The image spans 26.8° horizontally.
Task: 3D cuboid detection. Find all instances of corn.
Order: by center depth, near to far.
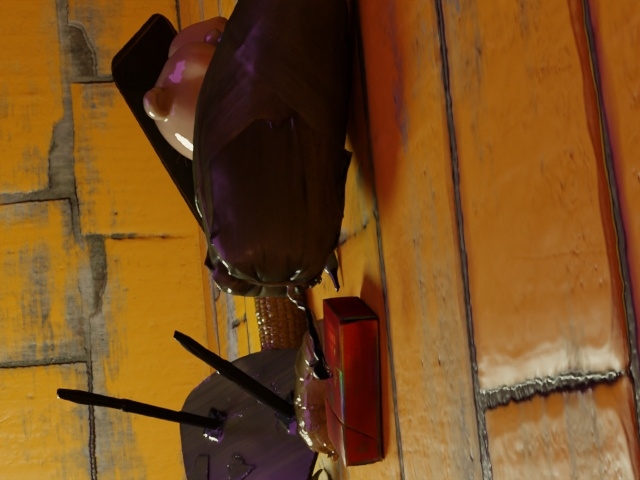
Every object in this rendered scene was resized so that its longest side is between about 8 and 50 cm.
[{"bbox_3d":[-0.054,0.133,1.982,0.080,0.080,0.238,110,152,-67],"label":"corn"}]

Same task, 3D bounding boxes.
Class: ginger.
[{"bbox_3d":[0.003,0.183,1.703,0.095,0.069,0.190,14,108,57],"label":"ginger"}]

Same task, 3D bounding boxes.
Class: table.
[{"bbox_3d":[-0.180,0.275,1.819,0.317,0.249,0.317,-21,60,41],"label":"table"}]

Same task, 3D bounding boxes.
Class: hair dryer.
[{"bbox_3d":[0.000,0.000,1.730,0.071,0.047,0.150,106,151,-61],"label":"hair dryer"}]

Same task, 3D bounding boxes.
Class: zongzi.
[{"bbox_3d":[-0.037,-0.117,1.466,0.418,0.181,0.447,107,163,-47],"label":"zongzi"}]

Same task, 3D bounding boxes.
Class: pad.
[{"bbox_3d":[-0.189,-0.212,2.290,0.375,0.063,0.315,61,-151,-24],"label":"pad"}]

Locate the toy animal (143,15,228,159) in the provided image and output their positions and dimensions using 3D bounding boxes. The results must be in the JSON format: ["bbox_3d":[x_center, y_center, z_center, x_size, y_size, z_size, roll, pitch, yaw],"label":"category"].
[{"bbox_3d":[-0.165,-0.237,2.096,0.229,0.210,0.221,-60,21,0],"label":"toy animal"}]

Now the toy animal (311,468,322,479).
[{"bbox_3d":[-0.025,0.398,1.908,0.155,0.219,0.095,-45,-57,-53],"label":"toy animal"}]

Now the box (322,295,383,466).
[{"bbox_3d":[0.035,0.161,1.563,0.112,0.048,0.175,-139,45,-76],"label":"box"}]
